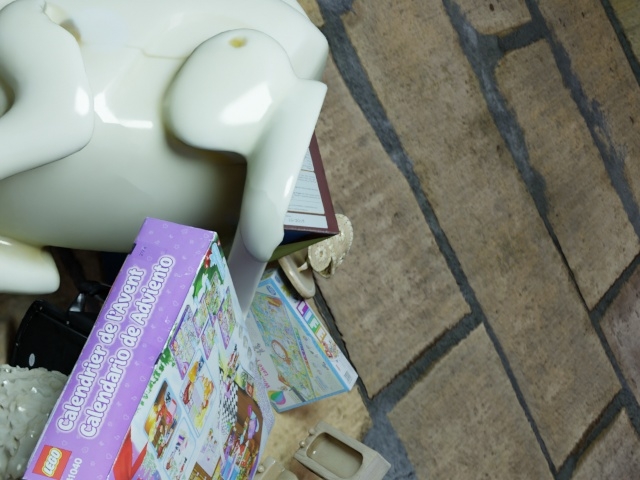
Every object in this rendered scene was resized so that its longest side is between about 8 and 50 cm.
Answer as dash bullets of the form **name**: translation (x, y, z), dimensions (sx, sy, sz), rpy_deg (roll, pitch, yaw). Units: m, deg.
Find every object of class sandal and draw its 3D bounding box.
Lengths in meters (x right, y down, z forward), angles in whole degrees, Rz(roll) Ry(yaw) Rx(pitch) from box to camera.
- **sandal**: translation (-0.004, -0.005, 1.465), dimensions (0.088, 0.079, 0.240), rpy_deg (57, 5, -8)

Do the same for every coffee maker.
- **coffee maker**: translation (-0.163, 0.128, 1.203), dimensions (0.178, 0.120, 0.171), rpy_deg (7, 36, -53)

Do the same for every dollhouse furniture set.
- **dollhouse furniture set**: translation (-0.033, 0.238, 1.332), dimensions (0.123, 0.144, 0.151), rpy_deg (45, 77, -30)

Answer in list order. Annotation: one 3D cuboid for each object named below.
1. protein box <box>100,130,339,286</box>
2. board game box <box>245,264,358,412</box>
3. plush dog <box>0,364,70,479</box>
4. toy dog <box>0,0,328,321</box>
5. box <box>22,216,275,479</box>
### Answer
- **protein box**: translation (-0.118, -0.073, 1.333), dimensions (0.136, 0.200, 0.201), rpy_deg (5, 68, -54)
- **board game box**: translation (-0.044, 0.107, 1.423), dimensions (0.154, 0.103, 0.026), rpy_deg (56, 36, -18)
- **plush dog**: translation (-0.257, 0.151, 0.981), dimensions (0.262, 0.225, 0.211), rpy_deg (-29, 129, -70)
- **toy dog**: translation (-0.209, -0.129, 1.077), dimensions (0.408, 0.284, 0.395), rpy_deg (17, 65, -5)
- **box**: translation (-0.109, 0.147, 0.966), dimensions (0.293, 0.057, 0.201), rpy_deg (79, 27, -56)
